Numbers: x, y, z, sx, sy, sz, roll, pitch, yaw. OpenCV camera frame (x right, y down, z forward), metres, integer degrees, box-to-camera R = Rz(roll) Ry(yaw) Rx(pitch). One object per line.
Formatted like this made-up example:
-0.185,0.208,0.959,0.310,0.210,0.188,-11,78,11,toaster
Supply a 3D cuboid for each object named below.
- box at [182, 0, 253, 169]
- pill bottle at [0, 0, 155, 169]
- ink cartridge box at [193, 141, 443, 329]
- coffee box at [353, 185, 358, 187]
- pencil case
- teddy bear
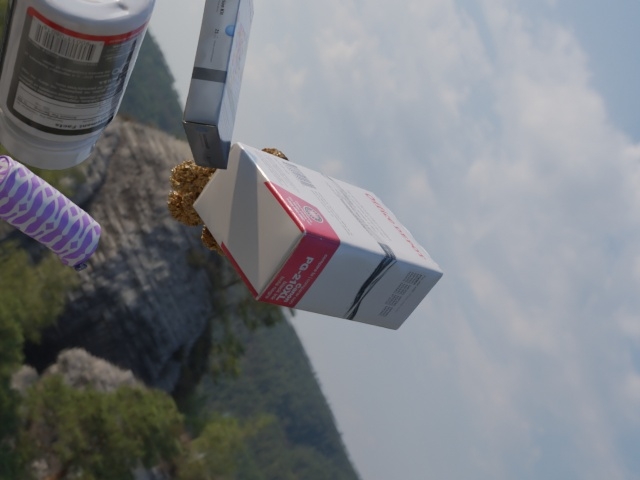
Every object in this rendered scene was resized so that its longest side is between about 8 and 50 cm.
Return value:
-0.102,-0.182,1.025,0.145,0.038,0.186,99,-1,-77,box
-0.313,-0.225,1.229,0.161,0.161,0.283,61,-36,21,pill bottle
0.000,0.000,1.140,0.237,0.100,0.172,17,27,-45,ink cartridge box
0.069,0.010,1.551,0.040,0.113,0.184,14,-24,49,coffee box
-0.423,-0.041,1.494,0.206,0.088,0.086,45,38,-39,pencil case
-0.160,-0.056,1.762,0.338,0.113,0.245,-3,-53,48,teddy bear
